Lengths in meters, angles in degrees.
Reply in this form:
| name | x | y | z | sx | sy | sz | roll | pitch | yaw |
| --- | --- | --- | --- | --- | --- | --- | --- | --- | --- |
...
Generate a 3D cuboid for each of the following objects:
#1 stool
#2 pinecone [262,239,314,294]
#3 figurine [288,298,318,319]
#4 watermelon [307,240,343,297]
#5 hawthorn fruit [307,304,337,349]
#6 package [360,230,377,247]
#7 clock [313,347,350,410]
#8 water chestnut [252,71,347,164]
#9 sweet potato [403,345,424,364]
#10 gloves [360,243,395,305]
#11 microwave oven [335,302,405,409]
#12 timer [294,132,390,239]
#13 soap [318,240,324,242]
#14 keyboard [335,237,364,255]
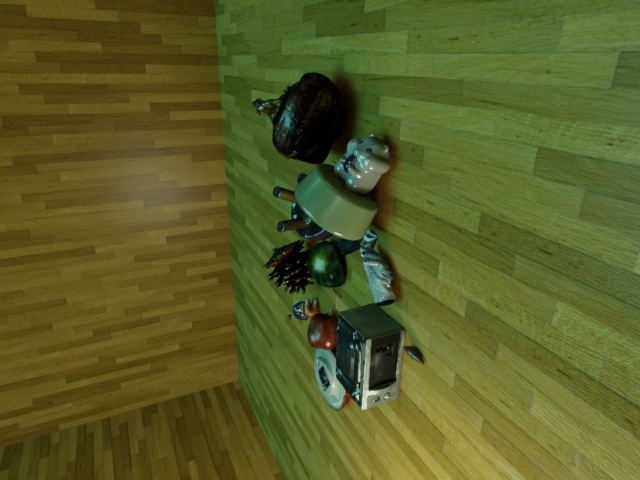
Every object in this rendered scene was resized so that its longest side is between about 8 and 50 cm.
| name | x | y | z | sx | sy | sz | roll | pitch | yaw |
| --- | --- | --- | --- | --- | --- | --- | --- | --- | --- |
| stool | -0.054 | -0.137 | 1.793 | 0.272 | 0.179 | 0.271 | -6 | 81 | 43 |
| pinecone | -0.132 | 0.133 | 2.097 | 0.264 | 0.264 | 0.263 | 35 | 130 | 58 |
| figurine | -0.086 | 0.350 | 2.226 | 0.195 | 0.112 | 0.102 | 150 | 129 | -65 |
| watermelon | 0.012 | 0.117 | 1.908 | 0.204 | 0.127 | 0.232 | 48 | 146 | 45 |
| hawthorn fruit | 0.017 | 0.384 | 1.982 | 0.163 | 0.163 | 0.203 | 177 | 99 | -66 |
| package | 0.174 | 0.003 | 1.622 | 0.059 | 0.029 | 0.083 | 36 | 137 | 26 |
| clock | 0.040 | 0.641 | 2.091 | 0.318 | 0.080 | 0.318 | 37 | 132 | 57 |
| water chestnut | -0.082 | -0.464 | 1.653 | 0.335 | 0.347 | 0.335 | -64 | 2 | 5 |
| sweet potato | 0.311 | 0.376 | 1.462 | 0.095 | 0.034 | 0.034 | 38 | 133 | 42 |
| gloves | 0.197 | 0.117 | 1.540 | 0.119 | 0.097 | 0.229 | -44 | 64 | 56 |
| microwave oven | 0.166 | 0.419 | 1.612 | 0.237 | 0.181 | 0.294 | 36 | 131 | 56 |
| timer | 0.109 | -0.206 | 1.476 | 0.315 | 0.291 | 0.290 | -55 | 45 | 26 |
| soap | 0.000 | 0.000 | 2.025 | 0.089 | 0.012 | 0.034 | -144 | 49 | -57 |
| keyboard | 0.119 | 0.012 | 1.759 | 0.231 | 0.023 | 0.072 | -28 | 75 | 65 |
